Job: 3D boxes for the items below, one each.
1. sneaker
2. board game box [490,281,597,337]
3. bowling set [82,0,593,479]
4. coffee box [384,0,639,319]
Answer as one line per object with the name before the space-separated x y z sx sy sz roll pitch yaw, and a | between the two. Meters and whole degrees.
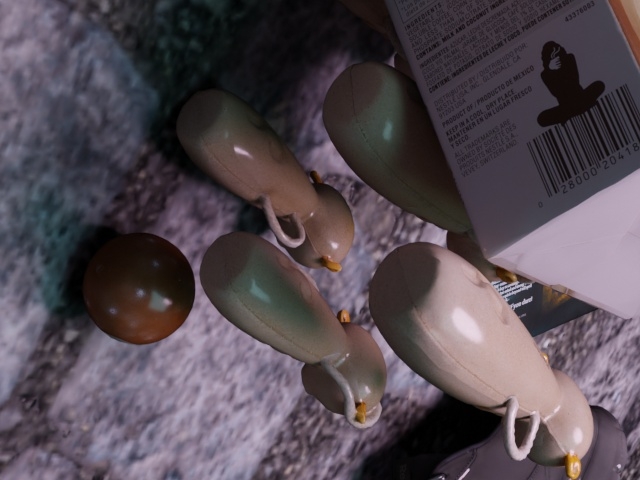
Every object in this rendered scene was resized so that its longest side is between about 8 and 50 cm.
sneaker | 0.084 0.200 1.005 0.130 0.109 0.286 37 56 -19
board game box | 0.155 -0.003 1.051 0.186 0.026 0.126 -18 125 -41
bowling set | 0.000 0.000 0.795 0.199 0.287 0.154 -25 138 22
coffee box | 0.108 -0.102 0.757 0.098 0.247 0.141 -32 150 25
